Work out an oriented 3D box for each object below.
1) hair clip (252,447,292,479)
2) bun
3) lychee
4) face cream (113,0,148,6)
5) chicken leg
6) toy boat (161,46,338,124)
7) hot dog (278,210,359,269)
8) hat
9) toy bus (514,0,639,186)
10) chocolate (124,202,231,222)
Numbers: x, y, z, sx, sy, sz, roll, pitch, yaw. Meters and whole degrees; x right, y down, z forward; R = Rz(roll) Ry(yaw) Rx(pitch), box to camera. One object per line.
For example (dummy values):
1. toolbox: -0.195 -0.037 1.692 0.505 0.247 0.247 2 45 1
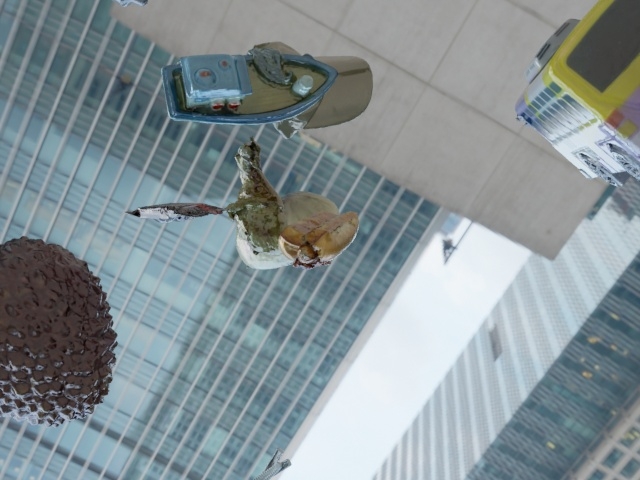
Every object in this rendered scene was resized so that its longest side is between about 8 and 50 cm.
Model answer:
1. hair clip: -0.085 0.328 1.056 0.030 0.115 0.039 46 -162 10
2. bun: -0.090 -0.035 1.949 0.273 0.273 0.168 -74 -34 -69
3. lychee: -0.391 0.137 1.060 0.271 0.271 0.271 26 -159 -11
4. face cream: -0.505 -0.600 1.698 0.311 0.092 0.092 34 -159 8
5. chicken leg: -0.126 -0.077 1.468 0.088 0.103 0.227 -46 -60 -68
6. toy boat: -0.091 -0.216 1.056 0.238 0.098 0.109 -8 -102 -20
7. hot dog: 0.000 0.000 1.299 0.102 0.076 0.249 5 -167 16
8. hat: -0.013 -0.276 1.293 0.144 0.173 0.166 36 -142 -62
9. toy bus: 0.450 -0.236 1.201 0.249 0.209 0.440 41 -173 4
10. chocolate: -0.217 -0.042 1.163 0.086 0.028 0.182 -13 -171 -44
